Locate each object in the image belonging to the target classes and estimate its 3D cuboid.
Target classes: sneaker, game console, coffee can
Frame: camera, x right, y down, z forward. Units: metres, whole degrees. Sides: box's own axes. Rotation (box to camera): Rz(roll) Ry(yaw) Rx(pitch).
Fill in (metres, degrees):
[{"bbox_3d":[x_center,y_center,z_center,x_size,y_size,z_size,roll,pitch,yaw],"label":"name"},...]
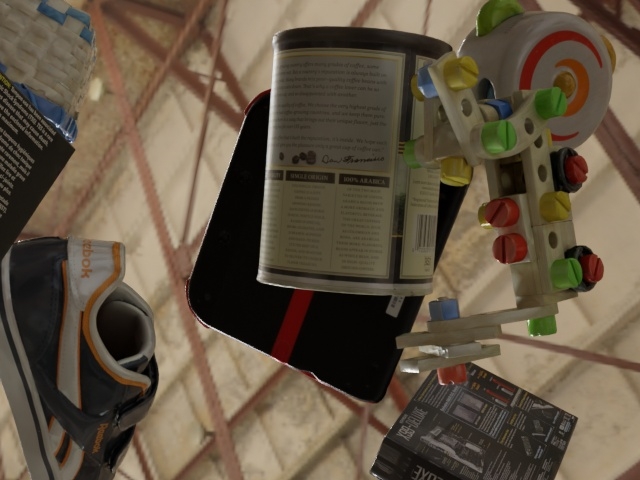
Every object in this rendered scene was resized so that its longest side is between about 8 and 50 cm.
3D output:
[{"bbox_3d":[-0.199,0.134,0.917,0.126,0.127,0.321,-105,-172,-49],"label":"sneaker"},{"bbox_3d":[0.000,0.000,1.503,0.341,0.060,0.387,23,-76,13],"label":"game console"},{"bbox_3d":[0.037,-0.085,1.176,0.201,0.201,0.276,6,-88,52],"label":"coffee can"}]

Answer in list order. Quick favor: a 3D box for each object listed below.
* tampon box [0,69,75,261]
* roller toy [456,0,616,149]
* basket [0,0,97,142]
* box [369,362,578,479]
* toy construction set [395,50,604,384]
[{"bbox_3d":[-0.233,-0.024,0.540,0.120,0.101,0.161,21,-110,29],"label":"tampon box"},{"bbox_3d":[0.289,-0.210,1.411,0.146,0.209,0.191,22,-87,59],"label":"roller toy"},{"bbox_3d":[-0.406,-0.173,1.333,0.255,0.201,0.289,157,-45,-77],"label":"basket"},{"bbox_3d":[0.242,0.310,1.596,0.242,0.307,0.077,26,-62,13],"label":"box"},{"bbox_3d":[0.172,-0.018,1.036,0.151,0.215,0.328,11,-77,42],"label":"toy construction set"}]
